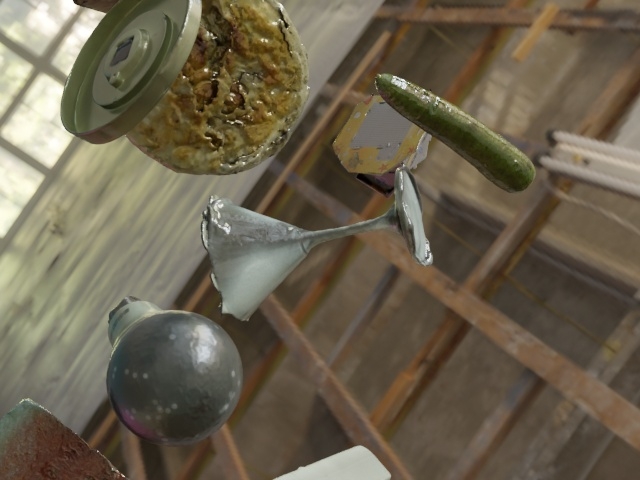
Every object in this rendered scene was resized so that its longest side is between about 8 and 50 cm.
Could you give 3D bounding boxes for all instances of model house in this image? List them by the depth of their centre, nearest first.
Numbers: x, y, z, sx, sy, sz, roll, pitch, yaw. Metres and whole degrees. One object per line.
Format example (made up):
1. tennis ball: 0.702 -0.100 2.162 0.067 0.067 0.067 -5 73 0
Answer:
1. model house: 0.143 -0.160 1.985 0.207 0.136 0.219 1 -128 37

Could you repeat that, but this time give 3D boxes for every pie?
1. pie: -0.167 -0.253 1.634 0.339 0.339 0.077 -55 -153 -2

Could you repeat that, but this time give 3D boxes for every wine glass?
1. wine glass: 0.000 0.000 0.924 0.183 0.122 0.122 -11 -146 15

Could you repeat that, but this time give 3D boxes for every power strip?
1. power strip: -0.019 0.273 1.056 0.098 0.058 0.338 -48 162 13

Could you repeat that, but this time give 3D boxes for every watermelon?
1. watermelon: -0.363 0.330 1.527 0.154 0.241 0.094 -57 -178 18

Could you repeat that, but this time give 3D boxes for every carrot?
1. carrot: 0.221 -0.181 1.728 0.074 0.358 0.074 -37 -143 34

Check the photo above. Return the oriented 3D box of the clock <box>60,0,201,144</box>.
1. clock: -0.233 -0.224 1.276 0.235 0.029 0.235 -27 -133 33

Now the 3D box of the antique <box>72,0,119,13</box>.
1. antique: -0.306 -0.403 1.639 0.093 0.087 0.310 -14 -175 8

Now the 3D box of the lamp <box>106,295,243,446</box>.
1. lamp: -0.238 0.175 1.462 0.314 0.182 0.182 12 -114 49
